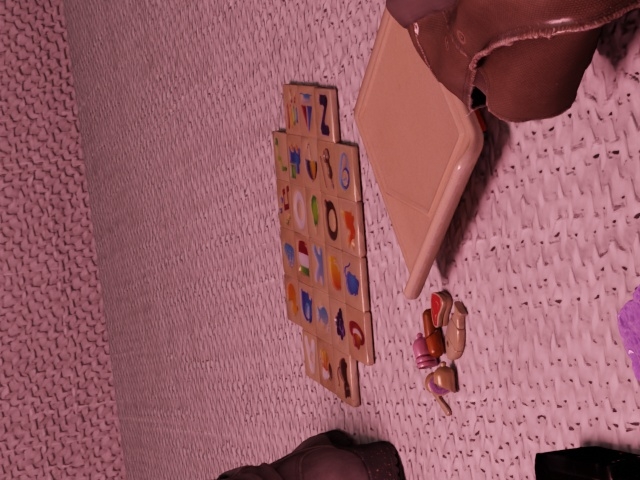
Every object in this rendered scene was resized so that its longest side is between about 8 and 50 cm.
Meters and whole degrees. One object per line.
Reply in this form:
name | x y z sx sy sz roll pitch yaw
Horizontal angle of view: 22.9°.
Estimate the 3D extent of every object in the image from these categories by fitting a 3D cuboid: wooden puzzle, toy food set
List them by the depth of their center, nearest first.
wooden puzzle | 0.088 -0.101 1.379 0.221 0.044 0.238 108 155 -54
toy food set | 0.104 0.096 1.429 0.078 0.019 0.122 -122 30 -54

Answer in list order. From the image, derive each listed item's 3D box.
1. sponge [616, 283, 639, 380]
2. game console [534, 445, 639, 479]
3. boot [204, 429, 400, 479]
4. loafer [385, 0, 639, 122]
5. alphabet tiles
sponge | 0.243 0.047 0.943 0.210 0.031 0.117 111 146 -57
game console | 0.238 0.249 1.023 0.361 0.044 0.213 169 93 -72
boot | -0.064 0.272 1.696 0.338 0.223 0.118 138 123 -69
loafer | 0.151 -0.151 1.048 0.130 0.134 0.366 61 175 -7
alphabet tiles | 0.000 0.000 1.743 0.285 0.011 0.342 -160 64 -70
